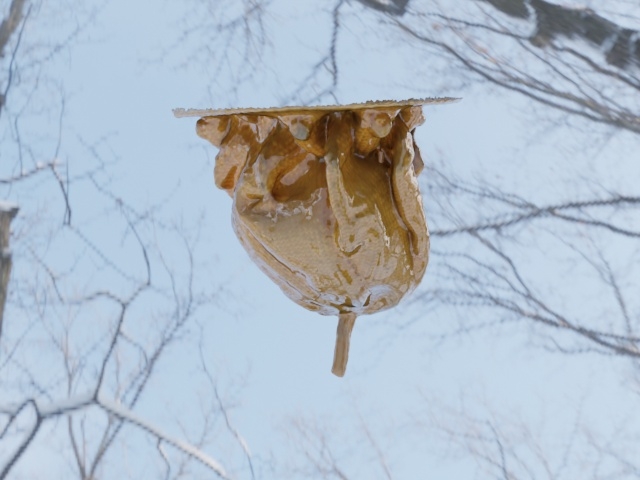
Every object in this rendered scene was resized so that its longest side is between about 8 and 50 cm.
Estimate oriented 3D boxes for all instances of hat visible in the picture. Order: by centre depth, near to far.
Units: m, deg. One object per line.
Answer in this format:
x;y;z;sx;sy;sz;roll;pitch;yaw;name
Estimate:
0.000;0.000;1.112;0.244;0.233;0.233;-3;-84;4;hat
